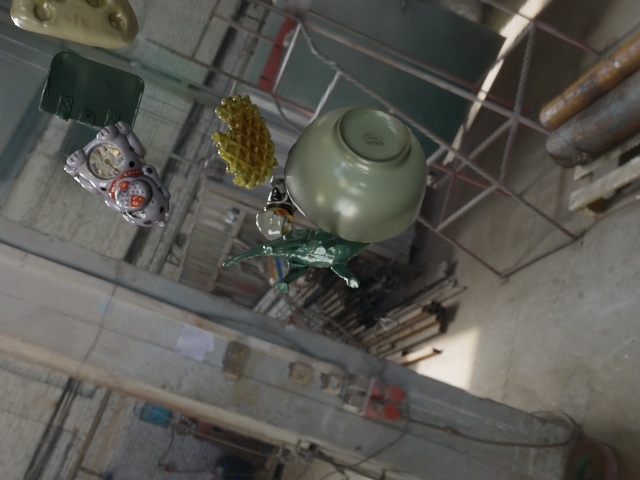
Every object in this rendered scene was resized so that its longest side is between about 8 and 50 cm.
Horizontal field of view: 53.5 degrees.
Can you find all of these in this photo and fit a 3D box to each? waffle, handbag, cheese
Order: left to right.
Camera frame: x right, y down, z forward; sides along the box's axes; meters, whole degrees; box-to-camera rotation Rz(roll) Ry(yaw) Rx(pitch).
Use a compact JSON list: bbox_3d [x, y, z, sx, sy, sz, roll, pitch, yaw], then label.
[{"bbox_3d":[-0.645,-0.704,1.758,0.130,0.328,0.350,0,76,57],"label":"cheese"},{"bbox_3d":[-0.814,-0.524,2.283,0.089,0.327,0.238,26,101,62],"label":"handbag"},{"bbox_3d":[-0.205,-0.281,1.771,0.056,0.261,0.250,-13,21,32],"label":"waffle"}]

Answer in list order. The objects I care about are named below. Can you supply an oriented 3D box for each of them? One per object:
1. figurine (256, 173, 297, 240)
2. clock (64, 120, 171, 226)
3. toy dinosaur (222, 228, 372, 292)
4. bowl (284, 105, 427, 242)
[{"bbox_3d":[-0.145,-0.106,2.324,0.176,0.133,0.236,50,-134,-52],"label":"figurine"},{"bbox_3d":[-0.462,-0.134,1.528,0.189,0.254,0.189,-39,-2,-2],"label":"clock"},{"bbox_3d":[0.000,0.000,1.563,0.331,0.384,0.129,-55,-35,-61],"label":"toy dinosaur"},{"bbox_3d":[0.101,-0.190,1.494,0.185,0.354,0.353,112,175,-55],"label":"bowl"}]
